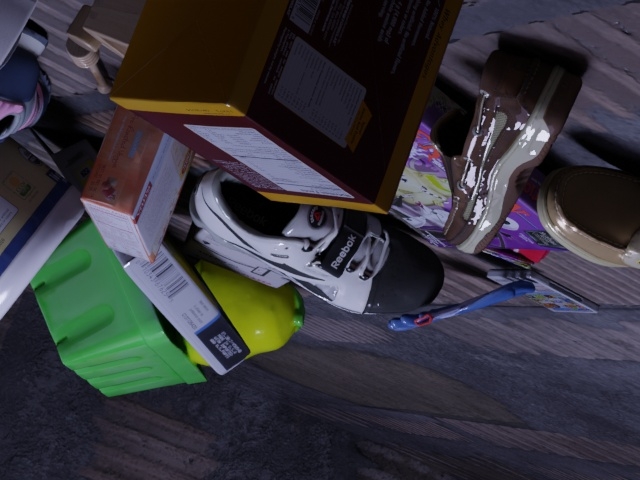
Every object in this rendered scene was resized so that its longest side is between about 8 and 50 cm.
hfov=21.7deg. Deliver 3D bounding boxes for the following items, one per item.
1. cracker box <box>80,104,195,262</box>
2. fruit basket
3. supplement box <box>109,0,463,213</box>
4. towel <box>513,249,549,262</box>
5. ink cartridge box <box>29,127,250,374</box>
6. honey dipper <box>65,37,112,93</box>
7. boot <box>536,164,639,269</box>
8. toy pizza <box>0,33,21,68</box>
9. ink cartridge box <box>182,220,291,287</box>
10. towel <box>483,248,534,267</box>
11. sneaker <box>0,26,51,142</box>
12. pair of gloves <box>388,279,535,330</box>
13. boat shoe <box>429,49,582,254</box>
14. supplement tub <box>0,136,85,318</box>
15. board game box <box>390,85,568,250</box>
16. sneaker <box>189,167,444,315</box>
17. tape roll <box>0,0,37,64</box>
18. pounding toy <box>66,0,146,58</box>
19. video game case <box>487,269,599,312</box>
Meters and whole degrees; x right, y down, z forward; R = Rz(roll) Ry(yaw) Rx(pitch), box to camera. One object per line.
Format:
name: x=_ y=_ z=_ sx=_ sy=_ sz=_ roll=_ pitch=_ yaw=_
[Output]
cracker box: x=-0.204 y=-0.079 z=1.910 sx=0.067 sy=0.156 sz=0.232 roll=19 pitch=167 yaw=4
fruit basket: x=-0.226 y=0.091 z=2.605 sx=0.392 sy=0.283 sz=0.392 roll=-23 pitch=163 yaw=-7
supplement box: x=-0.020 y=-0.148 z=1.259 sx=0.129 sy=0.191 sz=0.194 roll=8 pitch=162 yaw=42
towel: x=0.132 y=-0.050 z=1.822 sx=0.275 sy=0.031 sz=0.199 roll=19 pitch=167 yaw=1
ink cartridge box: x=-0.238 y=-0.001 z=2.244 sx=0.307 sy=0.072 sz=0.303 roll=55 pitch=-179 yaw=38
honey dipper: x=-0.246 y=-0.189 z=1.807 sx=0.030 sy=0.030 sz=0.161 roll=18 pitch=171 yaw=5
boot: x=0.346 y=-0.014 z=1.501 sx=0.262 sy=0.095 sz=0.203 roll=21 pitch=168 yaw=-16
toy pizza: x=-0.335 y=-0.222 z=1.408 sx=0.201 sy=0.201 sz=0.032 roll=27 pitch=152 yaw=-31
ink cartridge box: x=-0.089 y=-0.009 z=2.192 sx=0.148 sy=0.086 sz=0.203 roll=22 pitch=168 yaw=-8
towel: x=0.207 y=0.007 z=1.929 sx=0.083 sy=0.009 sz=0.060 roll=19 pitch=-158 yaw=1
sneaker: x=-0.376 y=-0.155 z=1.894 sx=0.112 sy=0.131 sz=0.319 roll=20 pitch=168 yaw=-3
pair of gloves: x=0.177 y=0.081 z=2.095 sx=0.159 sy=0.023 sz=0.198 roll=-16 pitch=175 yaw=-18
boat shoe: x=0.143 y=-0.084 z=1.468 sx=0.095 sy=0.095 sz=0.257 roll=26 pitch=144 yaw=1
supplement tub: x=-0.473 y=-0.057 z=2.045 sx=0.316 sy=0.228 sz=0.228 roll=38 pitch=164 yaw=-8
board game box: x=0.087 y=-0.086 z=1.632 sx=0.208 sy=0.056 sz=0.347 roll=-4 pitch=150 yaw=47
sneaker: x=0.000 y=0.000 z=2.016 sx=0.330 sy=0.122 sz=0.146 roll=20 pitch=169 yaw=-5
tape roll: x=-0.317 y=-0.227 z=1.244 sx=0.169 sy=0.246 sz=0.246 roll=26 pitch=166 yaw=-29
pounding toy: x=-0.131 y=-0.192 z=1.491 sx=0.206 sy=0.094 sz=0.181 roll=23 pitch=176 yaw=27
video game case: x=0.284 y=0.065 z=2.126 sx=0.122 sy=0.011 sz=0.087 roll=27 pitch=165 yaw=-30
